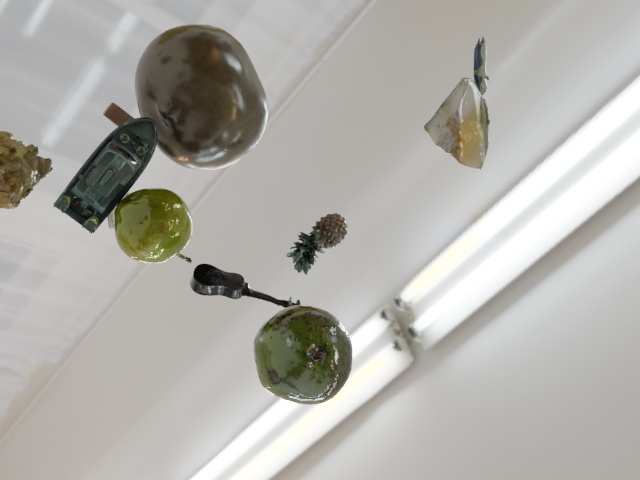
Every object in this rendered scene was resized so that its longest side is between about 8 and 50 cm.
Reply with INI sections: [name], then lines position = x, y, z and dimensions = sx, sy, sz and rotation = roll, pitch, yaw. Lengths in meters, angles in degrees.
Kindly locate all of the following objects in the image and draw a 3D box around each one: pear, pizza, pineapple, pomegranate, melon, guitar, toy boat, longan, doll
[pear]
position = -0.373, -0.017, 1.607
dimensions = 0.166, 0.216, 0.180
rotation = 12, -130, 44
[pizza]
position = -0.772, -0.184, 1.655
dimensions = 0.323, 0.223, 0.089
rotation = 28, -43, 27
[pineapple]
position = -0.001, 0.000, 1.781
dimensions = 0.083, 0.221, 0.103
rotation = 34, -49, 15
[pomegranate]
position = -0.041, 0.245, 1.493
dimensions = 0.248, 0.214, 0.214
rotation = 141, -37, -75
[melon]
position = 0.278, -0.241, 1.481
dimensions = 0.139, 0.093, 0.202
rotation = 7, -66, 39
[guitar]
position = -0.159, 0.116, 1.587
dimensions = 0.084, 0.271, 0.038
rotation = -93, -156, -55
[toy boat]
position = -0.473, -0.160, 1.590
dimensions = 0.296, 0.114, 0.122
rotation = -51, -163, 1
[longan]
position = -0.300, -0.354, 1.752
dimensions = 0.361, 0.361, 0.361
rotation = -26, -126, 41
[doll]
position = 0.335, -0.362, 1.463
dimensions = 0.027, 0.037, 0.125
rotation = 18, -54, 36

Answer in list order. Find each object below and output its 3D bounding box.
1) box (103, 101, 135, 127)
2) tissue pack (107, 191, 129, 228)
[box]
position = -0.546, -0.333, 1.947
dimensions = 0.048, 0.115, 0.025
rotation = -57, -149, -8
[tissue pack]
position = -0.541, -0.126, 1.861
dimensions = 0.115, 0.065, 0.155
rotation = -111, -157, -48
